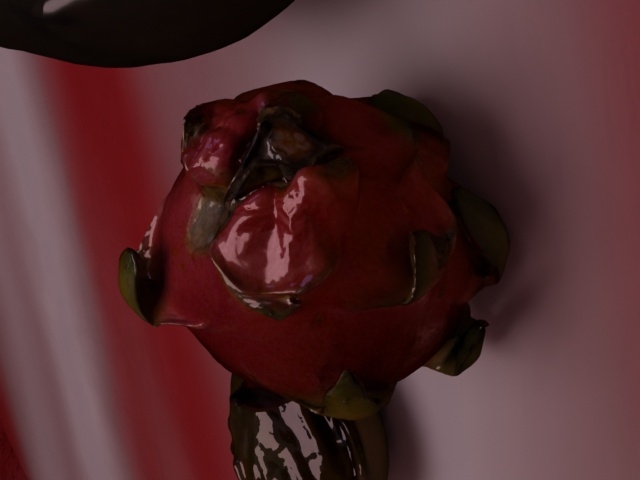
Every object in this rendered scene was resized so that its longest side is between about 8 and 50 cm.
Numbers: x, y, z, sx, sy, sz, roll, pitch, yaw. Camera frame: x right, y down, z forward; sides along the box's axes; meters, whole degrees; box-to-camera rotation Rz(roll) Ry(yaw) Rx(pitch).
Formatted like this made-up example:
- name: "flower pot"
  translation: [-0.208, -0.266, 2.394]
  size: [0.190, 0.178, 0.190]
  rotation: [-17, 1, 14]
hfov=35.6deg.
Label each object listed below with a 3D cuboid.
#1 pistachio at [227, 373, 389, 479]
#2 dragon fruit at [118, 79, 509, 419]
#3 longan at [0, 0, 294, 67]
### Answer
- name: "pistachio"
  translation: [-0.017, 0.152, 0.835]
  size: [0.165, 0.130, 0.210]
  rotation: [-35, 69, 61]
- name: "dragon fruit"
  translation: [0.002, 0.003, 0.625]
  size: [0.224, 0.227, 0.224]
  rotation: [0, 91, 19]
- name: "longan"
  translation: [-0.131, -0.251, 0.654]
  size: [0.350, 0.288, 0.288]
  rotation: [16, 121, 40]
